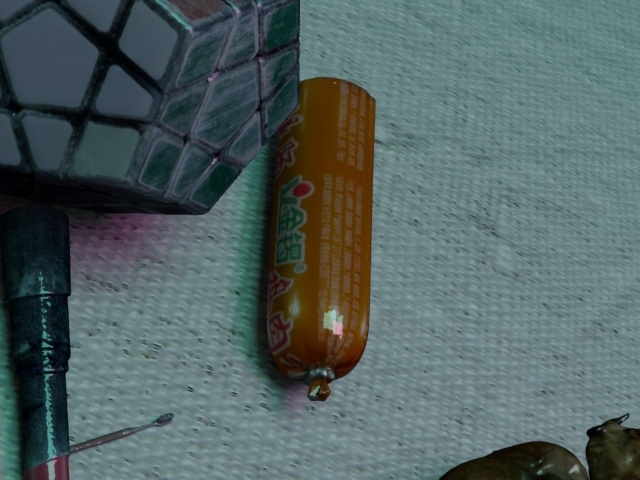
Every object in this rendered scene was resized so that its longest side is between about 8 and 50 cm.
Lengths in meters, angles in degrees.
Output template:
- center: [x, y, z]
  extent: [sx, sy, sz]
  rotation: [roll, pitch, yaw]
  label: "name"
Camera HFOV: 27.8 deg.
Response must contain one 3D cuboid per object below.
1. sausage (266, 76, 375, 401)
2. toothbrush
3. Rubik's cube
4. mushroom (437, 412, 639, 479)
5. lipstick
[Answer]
- center: [0.000, 0.000, 1.128]
  extent: [0.093, 0.093, 0.312]
  rotation: [22, 51, -24]
  label: "sausage"
- center: [-0.150, 0.145, 0.975]
  extent: [0.097, 0.008, 0.006]
  rotation: [-13, 57, -41]
  label: "toothbrush"
- center: [-0.166, -0.162, 0.987]
  extent: [0.264, 0.319, 0.319]
  rotation: [49, 38, -39]
  label: "Rubik's cube"
- center: [0.184, 0.279, 1.017]
  extent: [0.267, 0.254, 0.267]
  rotation: [3, 76, -12]
  label: "mushroom"
- center: [-0.205, 0.088, 0.943]
  extent: [0.053, 0.053, 0.234]
  rotation: [10, 58, -32]
  label: "lipstick"
